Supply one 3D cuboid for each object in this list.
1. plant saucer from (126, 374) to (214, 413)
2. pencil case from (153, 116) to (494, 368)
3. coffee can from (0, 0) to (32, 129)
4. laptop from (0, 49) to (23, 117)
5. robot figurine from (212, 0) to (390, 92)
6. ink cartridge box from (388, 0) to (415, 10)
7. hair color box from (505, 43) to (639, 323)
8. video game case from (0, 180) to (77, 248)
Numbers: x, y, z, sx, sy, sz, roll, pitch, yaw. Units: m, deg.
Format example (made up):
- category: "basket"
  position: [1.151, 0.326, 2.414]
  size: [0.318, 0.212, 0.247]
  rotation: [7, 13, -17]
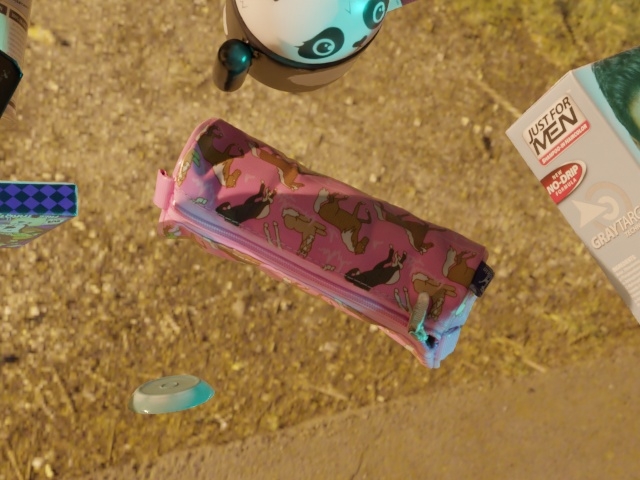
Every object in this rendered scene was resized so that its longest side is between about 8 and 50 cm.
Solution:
- category: "plant saucer"
  position: [-0.204, 0.205, 1.393]
  size: [0.120, 0.021, 0.119]
  rotation: [-6, 9, 1]
- category: "pencil case"
  position: [0.000, 0.000, 1.193]
  size: [0.386, 0.167, 0.160]
  rotation: [27, 80, 2]
- category: "coffee can"
  position: [-0.457, -0.293, 1.264]
  size: [0.202, 0.201, 0.275]
  rotation: [7, 81, -11]
- category: "laptop"
  position: [-0.371, -0.144, 0.849]
  size: [0.137, 0.234, 0.264]
  rotation: [17, 32, -37]
- category: "robot figurine"
  position: [-0.017, -0.257, 1.134]
  size: [0.174, 0.209, 0.278]
  rotation: [11, -5, -8]
- category: "ink cartridge box"
  position: [0.072, -0.392, 1.559]
  size: [0.135, 0.099, 0.056]
  rotation: [-20, 27, 7]
- category: "hair color box"
  position: [0.375, -0.013, 1.030]
  size: [0.185, 0.113, 0.374]
  rotation: [-25, 76, -37]
- category: "video game case"
  position: [-0.405, -0.025, 1.095]
  size: [0.232, 0.210, 0.041]
  rotation: [0, 80, -34]
